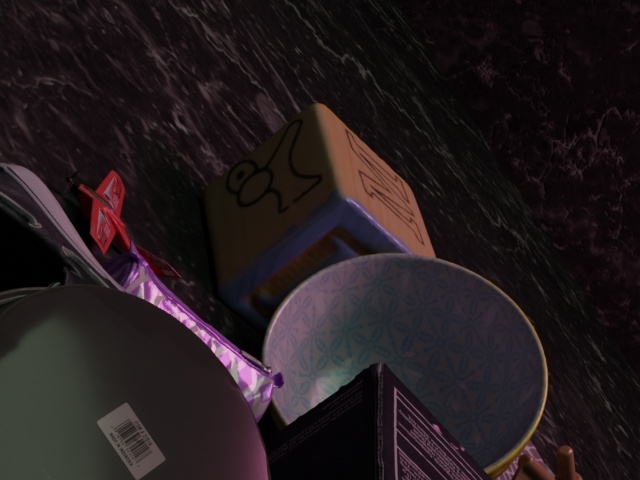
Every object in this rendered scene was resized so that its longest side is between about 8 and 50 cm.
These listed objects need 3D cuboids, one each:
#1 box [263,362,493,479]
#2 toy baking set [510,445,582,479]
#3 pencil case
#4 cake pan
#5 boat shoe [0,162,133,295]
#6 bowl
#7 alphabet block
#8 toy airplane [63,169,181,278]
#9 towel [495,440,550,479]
[{"bbox_3d":[0.074,0.315,1.247,0.296,0.183,0.294,48,17,-18],"label":"box"},{"bbox_3d":[0.200,0.329,1.527,0.030,0.197,0.256,29,-36,47],"label":"toy baking set"},{"bbox_3d":[-0.126,0.096,1.334,0.206,0.088,0.086,42,18,-29],"label":"pencil case"},{"bbox_3d":[-0.148,0.153,1.042,0.293,0.054,0.293,27,45,-30],"label":"cake pan"},{"bbox_3d":[-0.200,0.060,1.181,0.301,0.108,0.102,52,16,8],"label":"boat shoe"},{"bbox_3d":[0.079,0.171,1.543,0.156,0.289,0.289,96,-24,-49],"label":"bowl"},{"bbox_3d":[0.000,0.000,1.693,0.193,0.192,0.197,43,20,-34],"label":"alphabet block"},{"bbox_3d":[-0.196,-0.009,1.463,0.151,0.028,0.151,46,19,-21],"label":"toy airplane"},{"bbox_3d":[0.181,0.286,1.703,0.235,0.121,0.284,21,35,-59],"label":"towel"}]
